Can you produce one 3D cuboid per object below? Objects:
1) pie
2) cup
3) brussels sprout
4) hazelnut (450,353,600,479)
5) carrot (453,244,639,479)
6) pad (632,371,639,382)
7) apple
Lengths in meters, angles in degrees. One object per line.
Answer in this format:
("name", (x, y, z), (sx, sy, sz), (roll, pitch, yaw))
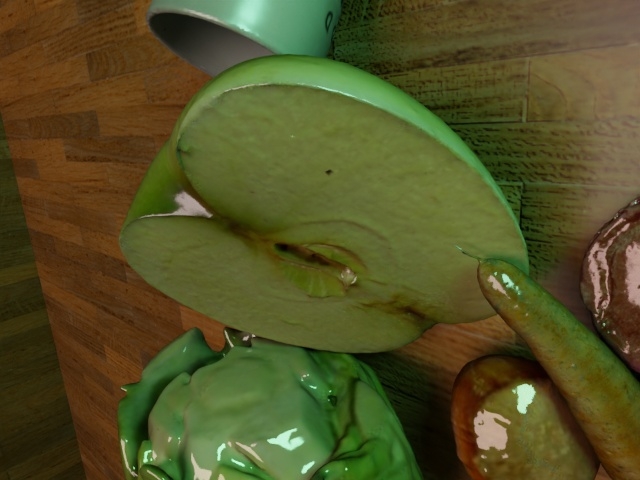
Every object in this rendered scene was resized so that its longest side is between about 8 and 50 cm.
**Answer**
("pie", (0.309, 0.042, 0.391), (0.182, 0.049, 0.182), (4, 96, 52))
("cup", (-0.056, -0.295, 0.556), (0.186, 0.258, 0.234), (21, 87, 0))
("brussels sprout", (-0.056, 0.328, 0.648), (0.425, 0.342, 0.361), (29, 134, 54))
("hazelnut", (0.208, 0.194, 0.510), (0.150, 0.150, 0.150), (16, 115, 40))
("carrot", (0.222, 0.108, 0.420), (0.298, 0.078, 0.078), (49, 134, -3))
("pad", (0.371, 0.163, 0.409), (0.174, 0.022, 0.233), (49, 133, 20))
("apple", (0.000, 0.000, 0.501), (0.311, 0.360, 0.320), (-62, 24, 3))
